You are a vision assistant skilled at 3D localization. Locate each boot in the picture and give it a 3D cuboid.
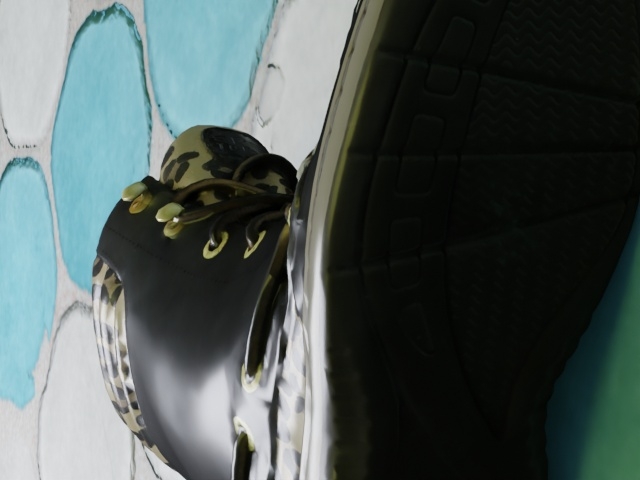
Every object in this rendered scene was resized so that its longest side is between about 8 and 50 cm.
[{"bbox_3d":[0.000,0.000,0.671,0.284,0.138,0.377,36,125,58],"label":"boot"}]
